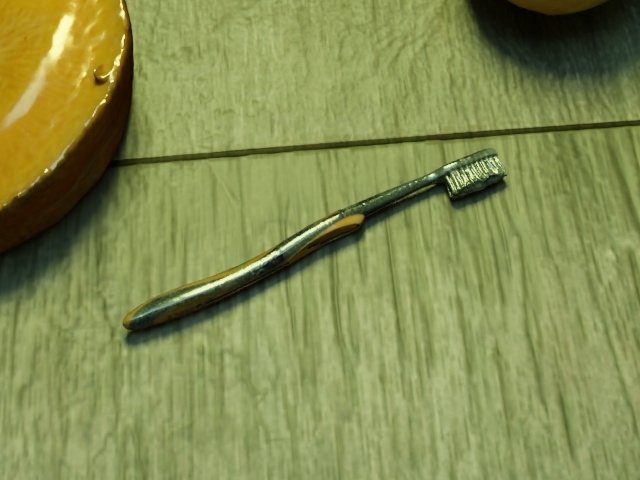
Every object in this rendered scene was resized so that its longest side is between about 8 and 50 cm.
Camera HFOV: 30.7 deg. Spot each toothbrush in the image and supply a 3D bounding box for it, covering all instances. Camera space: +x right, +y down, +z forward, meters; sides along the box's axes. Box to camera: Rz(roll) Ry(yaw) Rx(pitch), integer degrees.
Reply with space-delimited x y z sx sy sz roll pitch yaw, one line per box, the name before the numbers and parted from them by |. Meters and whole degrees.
toothbrush | -0.001 -0.002 0.886 0.321 0.023 0.031 -22 60 -12

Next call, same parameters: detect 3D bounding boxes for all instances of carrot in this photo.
carrot | -0.277 -0.116 0.912 0.258 0.100 0.307 23 65 16

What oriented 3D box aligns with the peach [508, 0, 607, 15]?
peach | 0.195 -0.272 0.951 0.184 0.184 0.184 0 61 1
